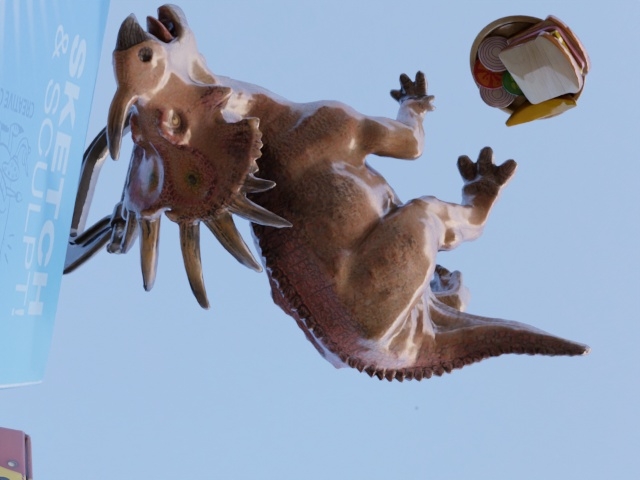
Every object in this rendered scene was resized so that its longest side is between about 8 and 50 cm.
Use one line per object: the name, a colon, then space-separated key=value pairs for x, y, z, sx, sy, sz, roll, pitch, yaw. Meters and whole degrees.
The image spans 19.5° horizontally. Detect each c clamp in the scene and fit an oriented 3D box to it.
c clamp: x=-0.133 y=-0.040 z=1.249 sx=0.022 sy=0.160 sz=0.137 roll=32 pitch=-53 yaw=-25

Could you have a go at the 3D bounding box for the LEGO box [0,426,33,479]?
LEGO box: x=-0.379 y=0.304 z=1.189 sx=0.372 sy=0.500 sz=0.193 roll=13 pitch=-63 yaw=-17

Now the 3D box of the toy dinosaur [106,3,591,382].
toy dinosaur: x=0.000 y=0.000 z=1.031 sx=0.295 sy=0.200 sz=0.127 roll=46 pitch=-50 yaw=2

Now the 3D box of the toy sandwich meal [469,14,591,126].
toy sandwich meal: x=0.132 y=-0.106 z=1.188 sx=0.085 sy=0.029 sz=0.085 roll=13 pitch=-51 yaw=16

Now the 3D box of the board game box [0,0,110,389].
board game box: x=-0.088 y=-0.126 z=0.376 sx=0.064 sy=0.242 sz=0.316 roll=10 pitch=-91 yaw=6
